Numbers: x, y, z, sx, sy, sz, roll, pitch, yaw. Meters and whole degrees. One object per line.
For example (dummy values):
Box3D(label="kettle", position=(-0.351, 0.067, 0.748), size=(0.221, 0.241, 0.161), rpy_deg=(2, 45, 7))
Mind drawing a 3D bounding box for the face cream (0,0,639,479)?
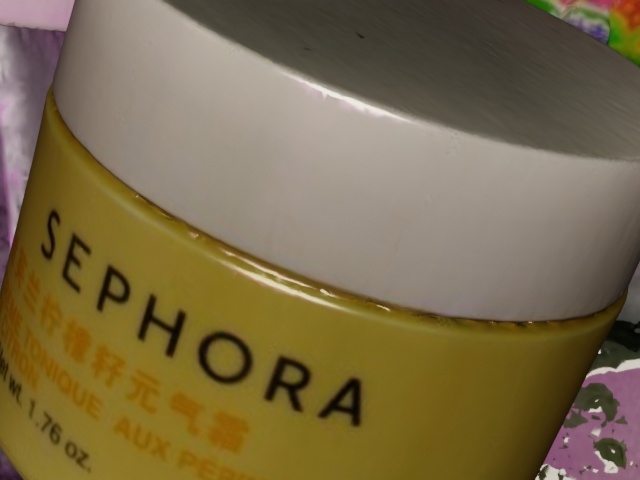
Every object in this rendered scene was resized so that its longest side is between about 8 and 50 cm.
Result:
Box3D(label="face cream", position=(0.000, 0.000, 0.529), size=(0.218, 0.218, 0.179), rpy_deg=(24, 113, 9))

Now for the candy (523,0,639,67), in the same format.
Box3D(label="candy", position=(0.194, -0.209, 0.604), size=(0.124, 0.124, 0.365), rpy_deg=(29, 99, 7))

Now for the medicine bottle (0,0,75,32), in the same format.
Box3D(label="medicine bottle", position=(-0.120, -0.258, 0.608), size=(0.202, 0.202, 0.316), rpy_deg=(14, 104, 11))

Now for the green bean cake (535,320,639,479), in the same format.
Box3D(label="green bean cake", position=(0.135, 0.149, 0.673), size=(0.222, 0.125, 0.227), rpy_deg=(-8, 94, 15))
